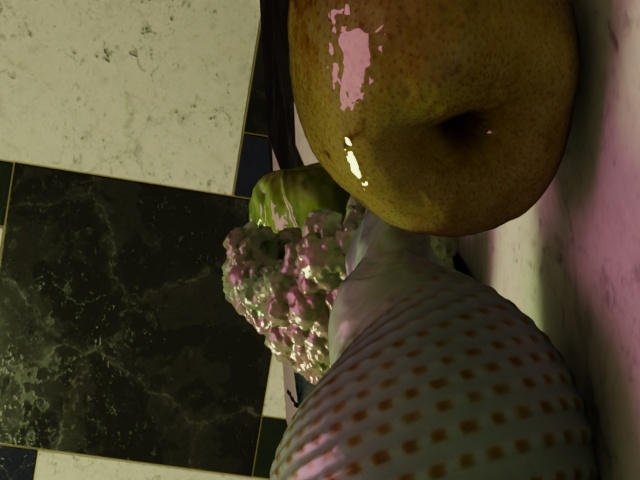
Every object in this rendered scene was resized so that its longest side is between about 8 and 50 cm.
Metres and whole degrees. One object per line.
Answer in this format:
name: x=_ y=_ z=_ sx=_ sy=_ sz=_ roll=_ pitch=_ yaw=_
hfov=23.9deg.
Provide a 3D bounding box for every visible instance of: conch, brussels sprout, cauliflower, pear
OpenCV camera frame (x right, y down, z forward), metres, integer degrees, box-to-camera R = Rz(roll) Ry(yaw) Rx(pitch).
conch: x=0.084 y=0.147 z=1.059 sx=0.303 sy=0.215 sz=0.319 roll=104 pitch=-175 yaw=-67
brussels sprout: x=0.000 y=0.000 z=1.937 sx=0.223 sy=0.161 sz=0.223 roll=58 pitch=167 yaw=22
cauliflower: x=0.053 y=0.024 z=1.425 sx=0.256 sy=0.239 sz=0.315 roll=45 pitch=-139 yaw=-32
pear: x=0.073 y=-0.125 z=1.020 sx=0.211 sy=0.188 sz=0.228 roll=-106 pitch=12 yaw=-49

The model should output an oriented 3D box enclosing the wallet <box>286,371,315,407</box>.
wallet: x=0.042 y=0.113 z=1.630 sx=0.046 sy=0.191 sz=0.379 roll=38 pitch=-157 yaw=-30
